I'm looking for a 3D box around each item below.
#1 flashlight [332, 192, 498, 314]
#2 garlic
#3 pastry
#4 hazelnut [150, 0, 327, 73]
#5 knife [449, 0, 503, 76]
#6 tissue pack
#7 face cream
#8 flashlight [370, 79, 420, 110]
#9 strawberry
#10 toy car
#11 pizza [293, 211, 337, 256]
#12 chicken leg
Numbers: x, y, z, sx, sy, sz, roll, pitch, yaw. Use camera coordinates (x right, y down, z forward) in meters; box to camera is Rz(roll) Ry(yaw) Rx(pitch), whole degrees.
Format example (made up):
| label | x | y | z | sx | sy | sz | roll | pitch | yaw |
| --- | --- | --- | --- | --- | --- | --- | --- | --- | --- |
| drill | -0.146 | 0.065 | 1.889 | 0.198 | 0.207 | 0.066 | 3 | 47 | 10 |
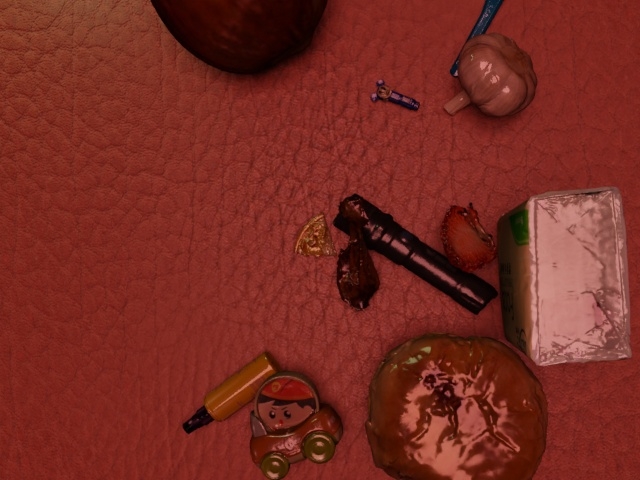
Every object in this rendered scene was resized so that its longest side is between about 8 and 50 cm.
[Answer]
| label | x | y | z | sx | sy | sz | roll | pitch | yaw |
| --- | --- | --- | --- | --- | --- | --- | --- | --- | --- |
| flashlight | 0.224 | 0.035 | 1.615 | 0.424 | 0.103 | 0.103 | 34 | 91 | 6 |
| garlic | 0.385 | -0.368 | 1.605 | 0.212 | 0.219 | 0.218 | -36 | 83 | 44 |
| pastry | 0.300 | 0.395 | 1.513 | 0.410 | 0.245 | 0.409 | -1 | 84 | 6 |
| hazelnut | -0.181 | -0.598 | 1.576 | 0.421 | 0.352 | 0.420 | -7 | 117 | -14 |
| knife | 0.396 | -0.534 | 1.665 | 0.044 | 0.026 | 0.296 | 30 | 93 | 9 |
| tissue pack | 0.496 | 0.075 | 1.434 | 0.206 | 0.405 | 0.331 | -4 | 87 | 9 |
| face cream | -0.219 | 0.379 | 1.649 | 0.273 | 0.078 | 0.078 | -37 | 84 | 3 |
| flashlight | 0.186 | -0.352 | 1.668 | 0.121 | 0.035 | 0.057 | 24 | 89 | 7 |
| strawberry | 0.316 | 0.003 | 1.574 | 0.087 | 0.208 | 0.167 | -41 | 74 | 38 |
| toy car | -0.076 | 0.418 | 1.590 | 0.235 | 0.145 | 0.234 | 0 | 93 | 4 |
| pizza | 0.000 | 0.000 | 1.674 | 0.109 | 0.026 | 0.122 | 35 | 90 | 4 |
| chicken leg | 0.088 | 0.028 | 1.569 | 0.113 | 0.093 | 0.304 | 29 | 135 | 35 |
